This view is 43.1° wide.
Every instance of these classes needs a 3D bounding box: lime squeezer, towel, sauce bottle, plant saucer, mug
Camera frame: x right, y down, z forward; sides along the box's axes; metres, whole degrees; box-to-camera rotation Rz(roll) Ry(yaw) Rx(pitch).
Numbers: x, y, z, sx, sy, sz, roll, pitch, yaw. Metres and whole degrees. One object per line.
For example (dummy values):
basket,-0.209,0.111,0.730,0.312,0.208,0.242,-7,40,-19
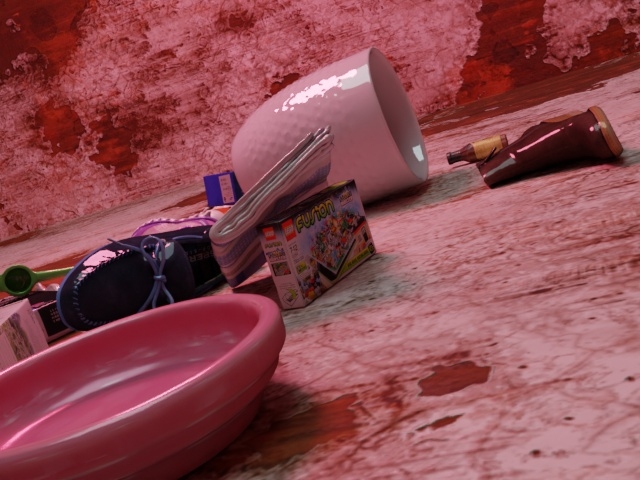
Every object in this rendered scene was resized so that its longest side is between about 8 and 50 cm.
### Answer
lime squeezer,-0.548,0.083,1.449,0.310,0.058,0.110,-14,-22,17
towel,-0.061,-0.033,1.118,0.209,0.034,0.285,-44,-10,-12
sauce bottle,0.325,-0.186,1.677,0.128,0.042,0.042,-13,11,16
plant saucer,-0.183,0.146,0.720,0.332,0.084,0.332,-17,12,4
mug,0.012,-0.213,1.620,0.328,0.276,0.374,-20,31,21

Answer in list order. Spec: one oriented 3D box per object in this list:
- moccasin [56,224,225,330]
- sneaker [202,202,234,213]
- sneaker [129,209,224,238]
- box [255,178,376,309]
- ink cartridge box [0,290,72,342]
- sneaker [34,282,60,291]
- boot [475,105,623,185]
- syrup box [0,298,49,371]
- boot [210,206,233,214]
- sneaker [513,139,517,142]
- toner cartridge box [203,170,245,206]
moccasin,-0.235,0.036,1.227,0.117,0.137,0.342,-3,19,40
sneaker,-0.234,-0.085,1.975,0.115,0.090,0.232,-22,10,-1
sneaker,-0.297,0.007,1.612,0.236,0.095,0.104,-13,19,20
box,0.000,0.000,1.076,0.036,0.114,0.207,-11,13,34
ink cartridge box,-0.549,0.145,1.397,0.176,0.069,0.371,-26,11,-38
sneaker,-0.499,0.113,1.535,0.065,0.061,0.158,8,-6,-36
boot,0.368,-0.137,1.329,0.207,0.090,0.248,-29,10,8
syrup box,-0.430,0.156,1.045,0.096,0.093,0.237,-19,11,-4
boot,-0.181,-0.049,1.709,0.158,0.059,0.084,-9,27,15
sneaker,0.351,-0.159,1.506,0.069,0.038,0.098,-18,10,-3
toner cartridge box,-0.071,-0.139,1.833,0.348,0.075,0.165,-11,7,-28
